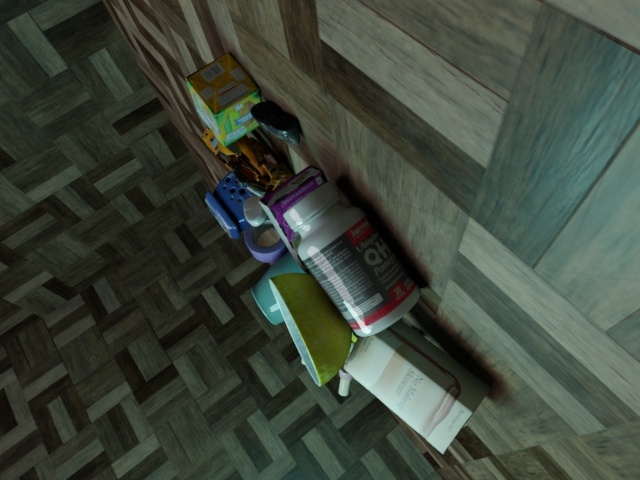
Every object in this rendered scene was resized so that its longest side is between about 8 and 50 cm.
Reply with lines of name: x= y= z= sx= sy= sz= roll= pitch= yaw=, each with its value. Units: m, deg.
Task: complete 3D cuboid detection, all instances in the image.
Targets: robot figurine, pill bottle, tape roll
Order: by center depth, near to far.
pill bottle: x=0.061 y=0.036 z=1.007 sx=0.318 sy=0.176 sz=0.176 roll=54 pitch=168 yaw=-3
robot figurine: x=-0.199 y=-0.229 z=1.321 sx=0.291 sy=0.085 sz=0.211 roll=44 pitch=-152 yaw=17
tape roll: x=-0.209 y=-0.010 z=1.868 sx=0.189 sy=0.189 sz=0.080 roll=47 pitch=167 yaw=27

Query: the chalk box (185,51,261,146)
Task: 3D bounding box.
chalk box: x=-0.238 y=-0.345 z=1.185 sx=0.132 sy=0.132 sz=0.213 roll=51 pitch=169 yaw=11

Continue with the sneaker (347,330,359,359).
sneaker: x=0.150 y=0.329 z=1.462 sx=0.385 sy=0.147 sz=0.145 roll=21 pitch=-128 yaw=-58

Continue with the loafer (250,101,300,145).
loafer: x=-0.107 y=-0.271 z=1.068 sx=0.170 sy=0.062 sz=0.061 roll=45 pitch=170 yaw=38

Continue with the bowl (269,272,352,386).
bowl: x=0.001 y=0.190 z=1.130 sx=0.289 sy=0.156 sz=0.289 roll=60 pitch=167 yaw=23

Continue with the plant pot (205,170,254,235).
plant pot: x=-0.361 y=-0.151 z=1.998 sx=0.236 sy=0.212 sz=0.236 roll=51 pitch=168 yaw=6

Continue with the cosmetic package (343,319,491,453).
cosmetic package: x=0.219 y=0.323 z=1.078 sx=0.296 sy=0.129 sz=0.153 roll=34 pitch=118 yaw=27

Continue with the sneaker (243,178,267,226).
sneaker: x=-0.148 y=-0.111 z=1.431 sx=0.153 sy=0.101 sz=0.268 roll=48 pitch=-153 yaw=-33

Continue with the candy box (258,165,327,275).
candy box: x=-0.026 y=-0.045 z=1.153 sx=0.071 sy=0.159 sz=0.233 roll=38 pitch=161 yaw=55

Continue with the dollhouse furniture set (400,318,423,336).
dollhouse furniture set: x=0.230 y=0.315 z=1.293 sx=0.123 sy=0.144 sz=0.151 roll=53 pitch=154 yaw=-21

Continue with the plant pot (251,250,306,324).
plant pot: x=-0.119 y=0.194 z=1.811 sx=0.271 sy=0.255 sz=0.271 roll=56 pitch=-179 yaw=-2

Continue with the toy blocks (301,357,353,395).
toy blocks: x=0.115 y=0.396 z=1.845 sx=0.289 sy=0.309 sz=0.260 roll=28 pitch=121 yaw=39
